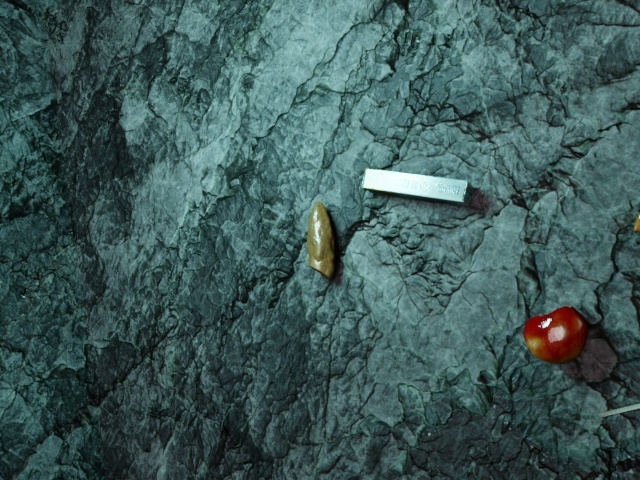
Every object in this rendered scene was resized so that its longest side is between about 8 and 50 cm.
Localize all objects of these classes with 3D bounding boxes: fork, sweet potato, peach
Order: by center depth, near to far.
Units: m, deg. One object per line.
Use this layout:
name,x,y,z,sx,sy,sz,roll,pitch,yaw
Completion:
fork,0.771,0.382,1.167,0.235,0.021,0.039,-27,70,25
peach,0.592,0.235,1.237,0.118,0.151,0.151,136,123,-70
sweet potato,0.000,0.000,1.598,0.097,0.097,0.251,-8,84,29

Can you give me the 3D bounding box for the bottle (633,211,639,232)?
bottle,0.826,-0.027,1.141,0.187,0.069,0.069,21,97,28

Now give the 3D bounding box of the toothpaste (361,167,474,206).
toothpaste,0.277,-0.153,1.455,0.313,0.089,0.070,13,88,31
